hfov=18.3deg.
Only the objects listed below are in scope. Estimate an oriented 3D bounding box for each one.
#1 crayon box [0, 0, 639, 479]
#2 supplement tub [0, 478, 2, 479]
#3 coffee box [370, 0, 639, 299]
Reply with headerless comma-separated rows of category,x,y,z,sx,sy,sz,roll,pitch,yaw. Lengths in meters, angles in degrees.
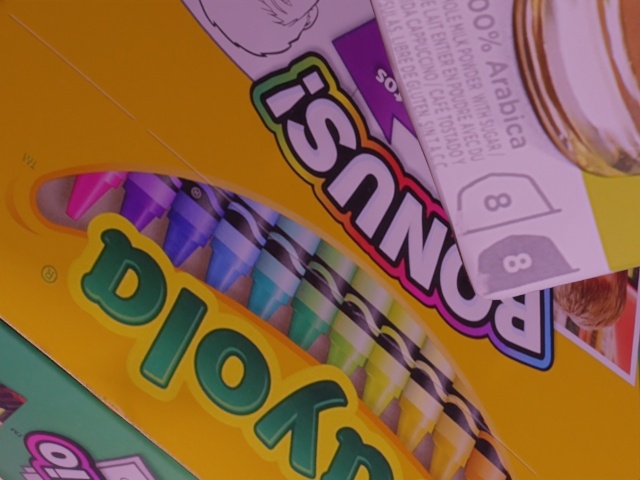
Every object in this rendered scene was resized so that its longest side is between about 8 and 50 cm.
crayon box,0.000,0.000,0.823,0.363,0.313,0.106,42,139,-21
supplement tub,-0.120,0.013,0.926,0.144,0.199,0.144,1,126,1
coffee box,0.159,-0.243,0.644,0.334,0.338,0.337,-14,124,11
